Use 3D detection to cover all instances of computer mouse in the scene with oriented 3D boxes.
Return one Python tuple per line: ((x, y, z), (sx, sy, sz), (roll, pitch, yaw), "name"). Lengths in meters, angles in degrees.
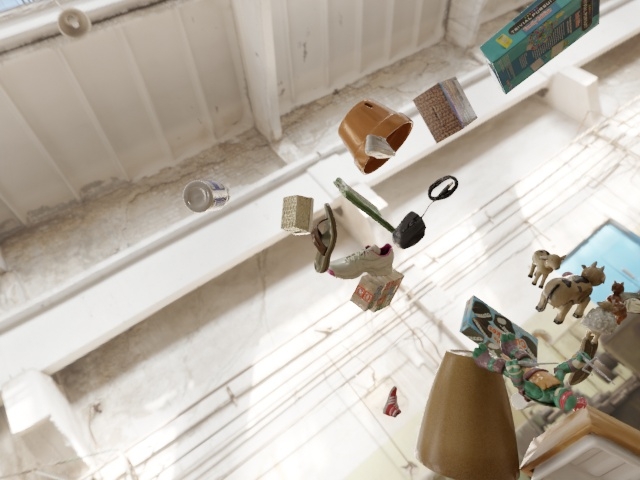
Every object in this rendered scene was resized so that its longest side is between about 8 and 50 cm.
((0.253, -0.066, 1.082), (0.041, 0.071, 0.242), (-9, -39, -45), "computer mouse")

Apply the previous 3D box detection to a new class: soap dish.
((0.633, 0.499, 0.953), (0.229, 0.290, 0.118), (-63, 0, 36), "soap dish")

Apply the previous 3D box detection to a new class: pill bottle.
((-0.396, -0.158, 1.548), (0.112, 0.112, 0.186), (-50, -5, 13), "pill bottle")

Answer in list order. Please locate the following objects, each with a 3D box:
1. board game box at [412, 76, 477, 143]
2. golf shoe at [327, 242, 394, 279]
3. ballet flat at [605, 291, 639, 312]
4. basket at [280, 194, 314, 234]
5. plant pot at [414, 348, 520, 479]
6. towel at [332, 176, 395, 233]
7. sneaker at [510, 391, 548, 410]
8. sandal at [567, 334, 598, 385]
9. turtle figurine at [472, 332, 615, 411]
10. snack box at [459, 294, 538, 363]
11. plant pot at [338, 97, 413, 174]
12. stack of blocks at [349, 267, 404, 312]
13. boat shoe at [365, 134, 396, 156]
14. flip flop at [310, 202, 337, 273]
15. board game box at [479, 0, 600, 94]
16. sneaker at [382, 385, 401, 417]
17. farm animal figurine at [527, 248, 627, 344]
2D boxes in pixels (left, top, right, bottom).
((0.590, -0.616, 2.038), (0.141, 0.232, 0.291), (-26, 6, 39), "board game box")
((0.162, 0.075, 1.741), (0.306, 0.115, 0.140), (-5, -57, -26), "golf shoe")
((1.084, 0.218, 1.464), (0.068, 0.213, 0.072), (-73, -11, -76), "ballet flat")
((-0.106, -0.117, 1.959), (0.103, 0.113, 0.167), (13, -103, -47), "basket")
((0.351, 0.397, 1.037), (0.237, 0.237, 0.255), (14, -101, -58), "plant pot")
((0.164, -0.142, 1.660), (0.038, 0.247, 0.325), (-51, 14, 10), "towel")
((0.760, 0.529, 1.490), (0.094, 0.080, 0.212), (-3, -23, -27), "sneaker")
((0.834, 0.380, 1.393), (0.072, 0.049, 0.180), (5, -77, -17), "sandal")
((0.425, 0.262, 0.857), (0.175, 0.234, 0.118), (2, -81, -23), "turtle figurine")
((0.711, 0.378, 1.725), (0.060, 0.321, 0.187), (-56, -1, 42), "snack box")
((0.209, -0.443, 1.795), (0.291, 0.203, 0.291), (-42, -12, -11), "plant pot")
((0.249, 0.227, 1.931), (0.297, 0.087, 0.171), (-9, -53, -57), "stack of blocks")
((0.187, -0.295, 1.365), (0.184, 0.066, 0.063), (-5, -86, -55), "boat shoe")
((0.000, 0.000, 1.515), (0.080, 0.112, 0.277), (3, -53, -15), "flip flop")
((0.690, -0.644, 1.364), (0.336, 0.079, 0.253), (-37, -23, 23), "board game box")
((0.299, 0.645, 1.731), (0.042, 0.067, 0.119), (44, -115, -50), "sneaker")
((0.801, 0.136, 1.383), (0.326, 0.330, 0.172), (-19, -52, -40), "farm animal figurine")
